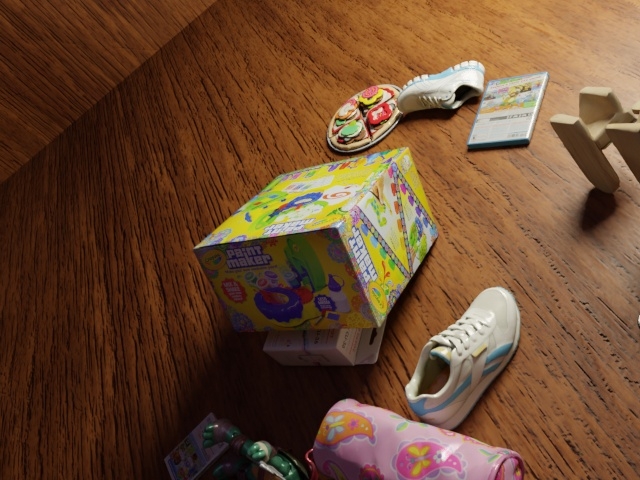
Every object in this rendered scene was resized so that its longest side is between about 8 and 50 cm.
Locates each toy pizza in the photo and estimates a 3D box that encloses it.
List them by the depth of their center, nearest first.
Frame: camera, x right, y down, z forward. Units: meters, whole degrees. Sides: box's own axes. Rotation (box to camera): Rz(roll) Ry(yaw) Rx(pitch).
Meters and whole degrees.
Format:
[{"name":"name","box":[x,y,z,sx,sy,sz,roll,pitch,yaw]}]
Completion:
[{"name":"toy pizza","box":[0.097,-0.282,1.405,0.201,0.032,0.201,-22,45,24]}]

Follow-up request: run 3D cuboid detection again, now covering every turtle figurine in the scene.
[{"name":"turtle figurine","box":[-0.083,0.360,0.940,0.234,0.118,0.175,14,107,47]}]

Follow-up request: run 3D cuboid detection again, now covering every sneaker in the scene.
[{"name":"sneaker","box":[0.206,0.157,0.889,0.087,0.092,0.228,17,67,48]},{"name":"sneaker","box":[0.242,-0.296,1.272,0.191,0.071,0.082,-18,52,28]}]

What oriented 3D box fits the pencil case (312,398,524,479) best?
[{"name":"pencil case","box":[0.126,0.296,0.818,0.284,0.124,0.124,5,59,42]}]

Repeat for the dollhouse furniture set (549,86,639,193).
[{"name":"dollhouse furniture set","box":[0.595,-0.167,0.808,0.362,0.256,0.394,-42,19,1]}]

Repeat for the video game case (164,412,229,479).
[{"name":"video game case","box":[-0.220,0.377,1.111,0.122,0.011,0.087,-45,40,-2]}]

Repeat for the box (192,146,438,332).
[{"name":"box","box":[0.000,0.000,1.054,0.290,0.177,0.279,-7,26,36]}]

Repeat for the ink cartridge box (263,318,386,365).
[{"name":"ink cartridge box","box":[0.009,0.151,1.074,0.198,0.067,0.115,-8,50,34]}]

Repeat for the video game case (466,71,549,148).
[{"name":"video game case","box":[0.353,-0.244,1.175,0.119,0.015,0.166,1,57,41]}]

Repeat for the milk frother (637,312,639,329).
[{"name":"milk frother","box":[0.441,0.074,0.732,0.143,0.134,0.129,9,32,41]}]
